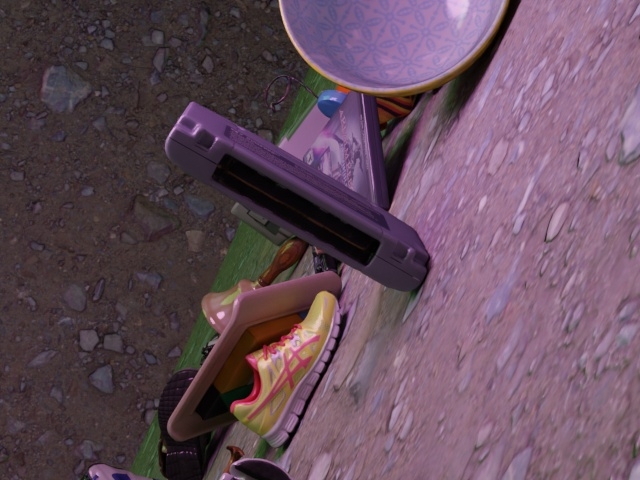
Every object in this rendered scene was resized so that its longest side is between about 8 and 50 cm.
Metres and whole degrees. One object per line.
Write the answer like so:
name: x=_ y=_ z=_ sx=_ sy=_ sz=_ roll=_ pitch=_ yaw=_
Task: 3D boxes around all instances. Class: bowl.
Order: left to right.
bowl: x=0.102 y=-0.304 z=1.593 sx=0.289 sy=0.289 sz=0.156 roll=-64 pitch=-15 yaw=-3

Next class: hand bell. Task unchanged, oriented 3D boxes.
hand bell: x=-0.098 y=0.068 z=2.333 sx=0.242 sy=0.126 sz=0.126 roll=-47 pitch=14 yaw=25

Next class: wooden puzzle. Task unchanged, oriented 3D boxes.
wooden puzzle: x=-0.080 y=0.158 z=1.690 sx=0.221 sy=0.044 sz=0.238 roll=-12 pitch=-43 yaw=-51

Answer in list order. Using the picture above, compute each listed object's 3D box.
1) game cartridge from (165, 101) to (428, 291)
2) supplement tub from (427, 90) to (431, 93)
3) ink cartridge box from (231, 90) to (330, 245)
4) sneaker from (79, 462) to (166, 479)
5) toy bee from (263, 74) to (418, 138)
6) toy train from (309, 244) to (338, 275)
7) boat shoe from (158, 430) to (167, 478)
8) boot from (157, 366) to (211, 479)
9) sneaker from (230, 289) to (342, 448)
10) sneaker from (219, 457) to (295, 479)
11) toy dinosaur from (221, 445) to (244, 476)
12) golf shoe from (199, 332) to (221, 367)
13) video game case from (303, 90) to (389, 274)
game cartridge: x=-0.026 y=-0.050 z=1.368 sx=0.062 sy=0.297 sz=0.198 roll=-60 pitch=7 yaw=5
supplement tub: x=0.086 y=-0.299 z=1.755 sx=0.144 sy=0.200 sz=0.144 roll=-155 pitch=90 yaw=-90
ink cartridge box: x=-0.039 y=-0.122 z=2.274 sx=0.211 sy=0.121 sz=0.289 roll=-55 pitch=5 yaw=-13
sneaker: x=-0.388 y=0.523 z=2.388 sx=0.315 sy=0.182 sz=0.127 roll=-88 pitch=24 yaw=-73
toy bee: x=0.072 y=-0.222 z=1.973 sx=0.195 sy=0.162 sz=0.298 roll=-56 pitch=32 yaw=-2
toy train: x=0.000 y=0.000 z=1.835 sx=0.036 sy=0.027 sz=0.158 roll=113 pitch=151 yaw=-44
boat shoe: x=-0.258 y=0.364 z=2.384 sx=0.257 sy=0.095 sz=0.095 roll=103 pitch=180 yaw=-48
boot: x=-0.229 y=0.295 z=2.216 sx=0.161 sy=0.084 sz=0.246 roll=-80 pitch=-4 yaw=-62
sneaker: x=-0.044 y=0.150 z=1.597 sx=0.208 sy=0.094 sz=0.081 roll=-64 pitch=6 yaw=-9
sneaker: x=-0.116 y=0.376 z=1.355 sx=0.292 sy=0.110 sz=0.118 roll=-58 pitch=-3 yaw=-21
toy dinosaur: x=-0.115 y=0.323 z=1.631 sx=0.211 sy=0.064 sz=0.112 roll=-128 pitch=63 yaw=-82
golf shoe: x=-0.190 y=0.204 z=2.502 sx=0.093 sy=0.077 sz=0.198 roll=-66 pitch=9 yaw=-20
video game case: x=0.032 y=-0.086 z=1.824 sx=0.274 sy=0.026 sz=0.196 roll=129 pitch=138 yaw=-63
